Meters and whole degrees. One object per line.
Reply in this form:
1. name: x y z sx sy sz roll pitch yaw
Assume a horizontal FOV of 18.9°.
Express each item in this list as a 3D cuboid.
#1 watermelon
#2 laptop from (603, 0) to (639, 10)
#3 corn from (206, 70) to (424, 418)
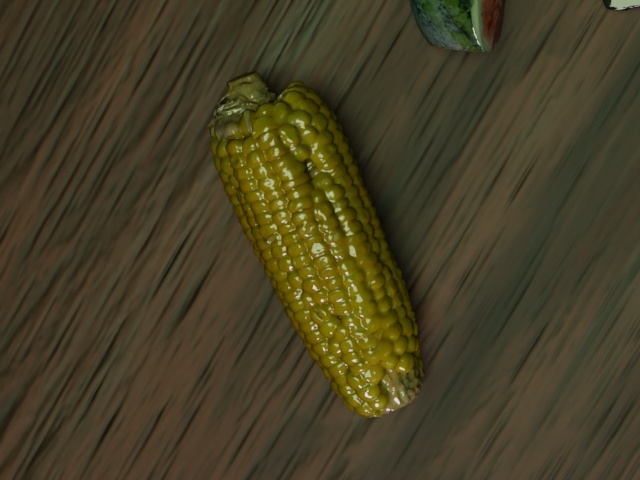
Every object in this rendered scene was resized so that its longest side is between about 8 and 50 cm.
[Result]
1. watermelon: 0.097 -0.174 1.349 0.092 0.072 0.084 35 117 45
2. laptop: 0.249 -0.263 1.327 0.135 0.016 0.197 -7 92 13
3. corn: 0.000 0.000 1.355 0.097 0.097 0.261 -26 90 12
